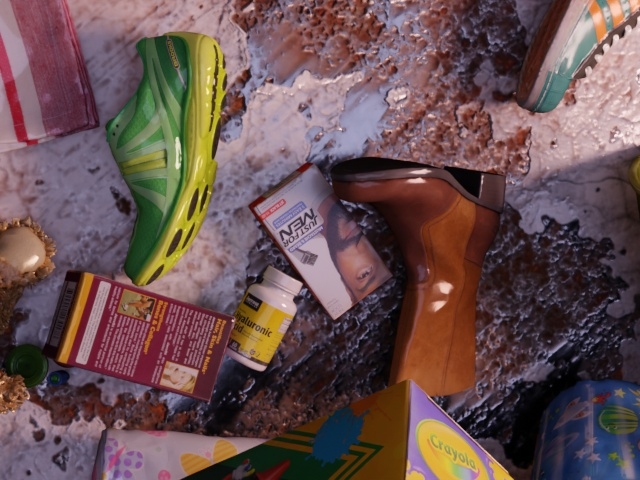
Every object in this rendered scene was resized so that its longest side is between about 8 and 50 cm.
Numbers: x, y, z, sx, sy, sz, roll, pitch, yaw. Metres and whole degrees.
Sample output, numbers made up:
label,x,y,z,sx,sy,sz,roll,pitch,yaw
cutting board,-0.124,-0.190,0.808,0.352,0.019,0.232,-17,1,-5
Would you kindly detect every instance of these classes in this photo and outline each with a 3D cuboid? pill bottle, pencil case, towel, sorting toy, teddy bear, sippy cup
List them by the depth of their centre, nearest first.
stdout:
label,x,y,z,sx,sy,sz,roll,pitch,yaw
towel,-0.436,-0.198,1.297,0.329,0.037,0.237,-17,98,-8
teddy bear,-0.438,0.101,1.300,0.245,0.113,0.338,13,86,-15
sorting toy,-0.313,0.141,1.356,0.102,0.042,0.061,-24,84,5
pencil case,-0.134,0.284,1.362,0.273,0.124,0.114,6,59,-12
sippy cup,0.347,0.295,1.370,0.305,0.224,0.240,-13,130,21
pill bottle,-0.068,0.091,1.377,0.065,0.065,0.116,28,89,-12

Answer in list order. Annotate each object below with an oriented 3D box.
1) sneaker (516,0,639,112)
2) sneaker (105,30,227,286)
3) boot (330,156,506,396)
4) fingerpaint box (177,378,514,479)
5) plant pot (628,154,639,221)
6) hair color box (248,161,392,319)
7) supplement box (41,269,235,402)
label,x,y,z,sx,sy,sz,roll,pitch,yaw
sneaker,0.346,-0.275,1.394,0.121,0.108,0.302,28,89,-7
sneaker,-0.186,-0.095,1.332,0.123,0.109,0.296,12,95,11
boot,0.100,0.048,1.362,0.264,0.096,0.281,3,99,-47
fingerpaint box,0.077,0.391,1.236,0.371,0.163,0.445,-28,123,29
plant pot,0.561,0.073,1.369,0.366,0.366,0.353,-11,109,-9
hair color box,0.000,0.000,1.387,0.093,0.053,0.167,-37,102,-6
supplement box,-0.207,0.109,1.319,0.188,0.081,0.104,20,82,-25
